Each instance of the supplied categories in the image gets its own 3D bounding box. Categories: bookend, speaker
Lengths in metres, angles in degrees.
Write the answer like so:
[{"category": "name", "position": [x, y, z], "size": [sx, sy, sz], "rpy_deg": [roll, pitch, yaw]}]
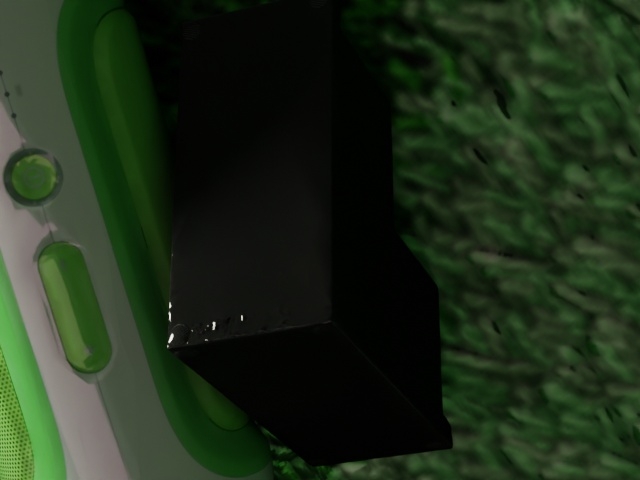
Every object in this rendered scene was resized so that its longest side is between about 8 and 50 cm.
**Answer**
[{"category": "bookend", "position": [0.000, 0.000, 0.713], "size": [0.072, 0.156, 0.157], "rpy_deg": [-10, 62, 19]}, {"category": "speaker", "position": [-0.113, 0.004, 0.712], "size": [0.131, 0.131, 0.296], "rpy_deg": [-14, 97, 20]}]
